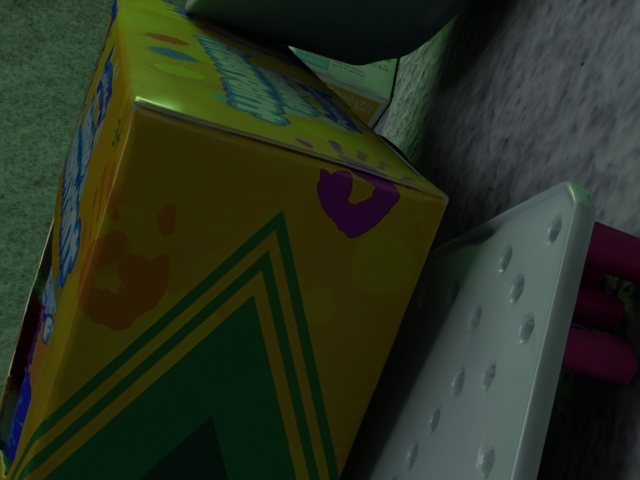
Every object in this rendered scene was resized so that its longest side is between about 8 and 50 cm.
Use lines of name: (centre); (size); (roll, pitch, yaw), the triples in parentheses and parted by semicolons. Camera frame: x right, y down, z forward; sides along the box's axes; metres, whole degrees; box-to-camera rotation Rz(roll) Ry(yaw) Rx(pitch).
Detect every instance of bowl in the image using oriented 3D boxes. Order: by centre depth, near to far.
bowl: (0.048, -0.258, 0.775); (0.311, 0.163, 0.311); (-50, 15, 19)

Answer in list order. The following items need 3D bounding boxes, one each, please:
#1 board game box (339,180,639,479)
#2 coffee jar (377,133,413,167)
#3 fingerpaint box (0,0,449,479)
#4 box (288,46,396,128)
board game box: (0.016, 0.200, 0.519); (0.390, 0.050, 0.390); (141, 148, -70)
coffee jar: (0.000, 0.000, 0.819); (0.079, 0.096, 0.184); (63, 142, 30)
fingerpaint box: (-0.115, 0.050, 0.684); (0.445, 0.163, 0.371); (-119, 47, -66)
box: (-0.008, -0.146, 1.077); (0.203, 0.114, 0.103); (127, 160, -53)
